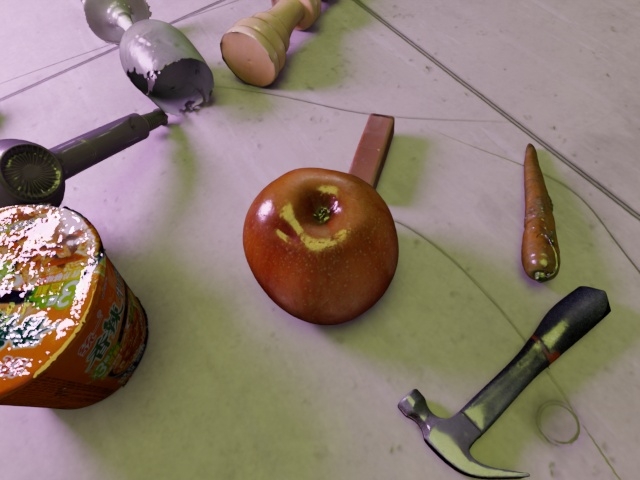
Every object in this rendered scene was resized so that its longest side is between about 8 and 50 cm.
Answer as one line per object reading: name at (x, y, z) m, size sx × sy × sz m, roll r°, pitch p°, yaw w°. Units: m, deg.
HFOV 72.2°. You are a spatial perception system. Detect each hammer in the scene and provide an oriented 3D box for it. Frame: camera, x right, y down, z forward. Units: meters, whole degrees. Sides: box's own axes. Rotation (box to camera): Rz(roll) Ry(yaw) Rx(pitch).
hammer at (0.242, 0.153, 0.511) m, size 0.289 × 0.037 × 0.137 m, roll -36°, pitch 61°, yaw -14°

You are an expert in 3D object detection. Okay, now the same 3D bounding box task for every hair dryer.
hair dryer at (-0.387, -0.127, 0.699) m, size 0.300 × 0.121 × 0.361 m, roll -8°, pitch 26°, yaw 42°

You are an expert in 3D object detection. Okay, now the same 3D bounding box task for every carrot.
carrot at (0.306, -0.049, 0.624) m, size 0.049 × 0.049 × 0.255 m, roll 7°, pitch 56°, yaw 11°

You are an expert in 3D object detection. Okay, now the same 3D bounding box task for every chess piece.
chess piece at (-0.049, -0.479, 0.883) m, size 0.117 × 0.117 × 0.397 m, roll 19°, pitch 62°, yaw 17°

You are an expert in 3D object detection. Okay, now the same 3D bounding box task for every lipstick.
lipstick at (0.080, -0.134, 0.697) m, size 0.045 × 0.045 × 0.146 m, roll 14°, pitch 63°, yaw 13°

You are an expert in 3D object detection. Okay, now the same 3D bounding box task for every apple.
apple at (0.000, 0.000, 0.558) m, size 0.200 × 0.162 × 0.201 m, roll -4°, pitch 57°, yaw 6°

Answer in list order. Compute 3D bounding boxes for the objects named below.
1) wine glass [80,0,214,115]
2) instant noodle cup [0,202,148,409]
wine glass at (-0.326, -0.370, 0.829) m, size 0.143 × 0.143 × 0.321 m, roll -35°, pitch 61°, yaw -14°
instant noodle cup at (-0.326, 0.098, 0.526) m, size 0.229 × 0.182 × 0.231 m, roll -3°, pitch 59°, yaw 5°
